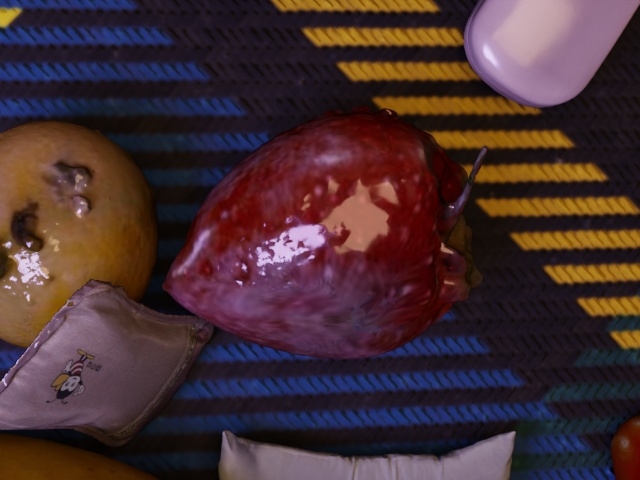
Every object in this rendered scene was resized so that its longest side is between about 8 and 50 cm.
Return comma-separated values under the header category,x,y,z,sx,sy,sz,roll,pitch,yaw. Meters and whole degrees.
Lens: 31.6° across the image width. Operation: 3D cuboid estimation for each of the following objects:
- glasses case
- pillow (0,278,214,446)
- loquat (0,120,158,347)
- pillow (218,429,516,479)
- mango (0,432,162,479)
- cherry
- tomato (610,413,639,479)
category,x,y,z,sx,sy,sz,roll,pitch,yaw
glasses case,0.229,-0.249,0.949,0.113,0.075,0.296,33,86,-7
pillow,-0.154,0.095,0.827,0.038,0.233,0.130,41,92,21
loquat,-0.200,-0.001,0.834,0.150,0.204,0.172,8,100,13
pillow,0.042,0.225,0.918,0.254,0.078,0.144,2,89,-7
mango,-0.262,0.288,0.808,0.446,0.232,0.300,5,94,2
cherry,0.000,0.000,0.864,0.250,0.192,0.175,-18,56,-5
tomato,0.292,0.187,0.955,0.087,0.075,0.087,1,87,-11
